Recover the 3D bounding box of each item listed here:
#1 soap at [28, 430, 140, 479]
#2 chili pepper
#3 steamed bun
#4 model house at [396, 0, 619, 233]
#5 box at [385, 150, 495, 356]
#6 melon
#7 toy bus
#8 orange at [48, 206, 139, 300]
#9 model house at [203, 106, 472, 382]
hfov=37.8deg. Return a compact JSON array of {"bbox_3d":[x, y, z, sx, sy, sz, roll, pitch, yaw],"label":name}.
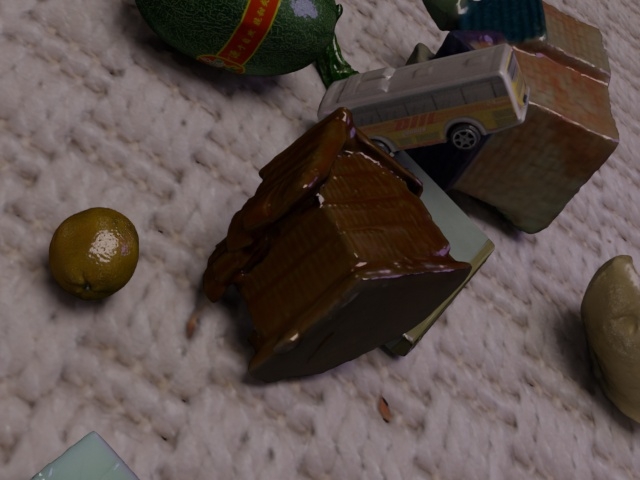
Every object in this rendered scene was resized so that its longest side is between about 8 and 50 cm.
[{"bbox_3d":[-0.154,0.280,0.705,0.230,0.091,0.145,46,40,5],"label":"soap"},{"bbox_3d":[0.033,-0.243,1.321,0.050,0.073,0.182,-15,70,-20],"label":"chili pepper"},{"bbox_3d":[0.412,0.143,1.260,0.231,0.110,0.212,39,37,-54],"label":"steamed bun"},{"bbox_3d":[0.243,-0.217,1.357,0.280,0.245,0.312,20,44,-14],"label":"model house"},{"bbox_3d":[0.095,0.005,1.178,0.211,0.045,0.270,45,41,3],"label":"box"},{"bbox_3d":[-0.115,-0.306,1.173,0.287,0.182,0.182,16,47,-25],"label":"melon"},{"bbox_3d":[0.123,-0.169,1.181,0.106,0.268,0.092,63,33,-34],"label":"toy bus"},{"bbox_3d":[-0.214,0.014,0.889,0.085,0.085,0.095,23,40,-22],"label":"orange"},{"bbox_3d":[0.001,0.002,0.994,0.219,0.199,0.229,8,48,-49],"label":"model house"}]
